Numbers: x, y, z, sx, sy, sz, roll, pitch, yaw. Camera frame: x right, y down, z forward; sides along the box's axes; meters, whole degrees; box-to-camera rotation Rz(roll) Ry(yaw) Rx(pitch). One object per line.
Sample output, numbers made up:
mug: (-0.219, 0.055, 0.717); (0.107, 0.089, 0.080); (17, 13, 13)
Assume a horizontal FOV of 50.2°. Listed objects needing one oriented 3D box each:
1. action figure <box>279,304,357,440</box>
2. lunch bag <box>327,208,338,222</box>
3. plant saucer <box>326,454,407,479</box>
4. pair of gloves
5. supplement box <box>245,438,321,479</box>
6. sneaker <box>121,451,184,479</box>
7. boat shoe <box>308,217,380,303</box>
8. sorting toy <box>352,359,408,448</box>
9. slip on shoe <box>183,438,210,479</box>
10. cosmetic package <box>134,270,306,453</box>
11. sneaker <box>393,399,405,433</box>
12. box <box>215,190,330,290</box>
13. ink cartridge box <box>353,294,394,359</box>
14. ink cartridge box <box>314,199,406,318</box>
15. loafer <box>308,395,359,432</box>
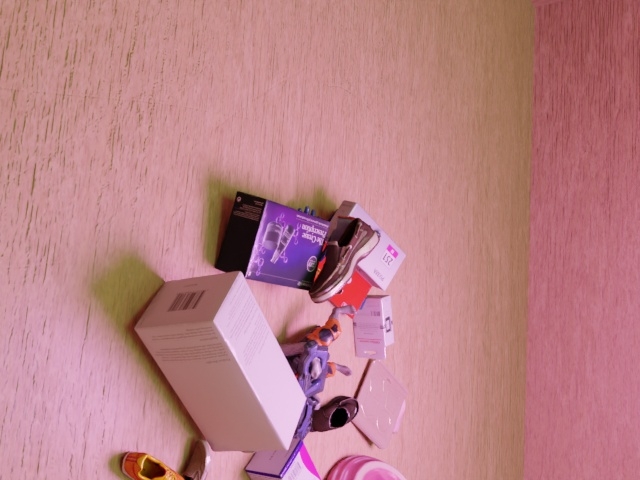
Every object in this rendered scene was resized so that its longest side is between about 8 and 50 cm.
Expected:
action figure: (-0.050, 0.335, 1.712); (0.330, 0.178, 0.342); (-19, 131, -48)
lunch bag: (0.068, -0.046, 1.928); (0.065, 0.067, 0.099); (-52, 134, -45)
plant saucer: (0.163, 0.741, 1.873); (0.332, 0.084, 0.332); (28, 38, -25)
pair of gloves: (0.000, 0.000, 1.765); (0.023, 0.198, 0.160); (-170, -89, -80)
supplement box: (-0.074, 0.592, 1.651); (0.111, 0.113, 0.220); (-51, 128, -45)
sneaker: (-0.316, 0.467, 1.338); (0.175, 0.067, 0.064); (50, 48, -45)
boat shoe: (0.040, 0.043, 1.695); (0.095, 0.095, 0.257); (52, 55, -17)
sorting toy: (0.174, 0.495, 2.073); (0.193, 0.038, 0.208); (50, 53, -28)
slip on shoe: (-0.266, 0.487, 1.432); (0.041, 0.051, 0.136); (17, 81, -42)
cosmetic package: (-0.193, 0.259, 1.401); (0.155, 0.196, 0.366); (-67, 142, -50)
sneaker: (0.230, 0.540, 2.158); (0.070, 0.050, 0.135); (32, 67, -57)
box: (-0.105, 0.008, 1.609); (0.261, 0.103, 0.185); (16, 92, -55)
ink cartridge box: (0.155, 0.253, 2.014); (0.060, 0.104, 0.180); (-12, 99, -57)
ink cartridge box: (0.094, 0.062, 1.885); (0.275, 0.060, 0.239); (43, 72, -39)
loafer: (0.051, 0.483, 1.870); (0.220, 0.078, 0.080); (-7, 95, -56)
